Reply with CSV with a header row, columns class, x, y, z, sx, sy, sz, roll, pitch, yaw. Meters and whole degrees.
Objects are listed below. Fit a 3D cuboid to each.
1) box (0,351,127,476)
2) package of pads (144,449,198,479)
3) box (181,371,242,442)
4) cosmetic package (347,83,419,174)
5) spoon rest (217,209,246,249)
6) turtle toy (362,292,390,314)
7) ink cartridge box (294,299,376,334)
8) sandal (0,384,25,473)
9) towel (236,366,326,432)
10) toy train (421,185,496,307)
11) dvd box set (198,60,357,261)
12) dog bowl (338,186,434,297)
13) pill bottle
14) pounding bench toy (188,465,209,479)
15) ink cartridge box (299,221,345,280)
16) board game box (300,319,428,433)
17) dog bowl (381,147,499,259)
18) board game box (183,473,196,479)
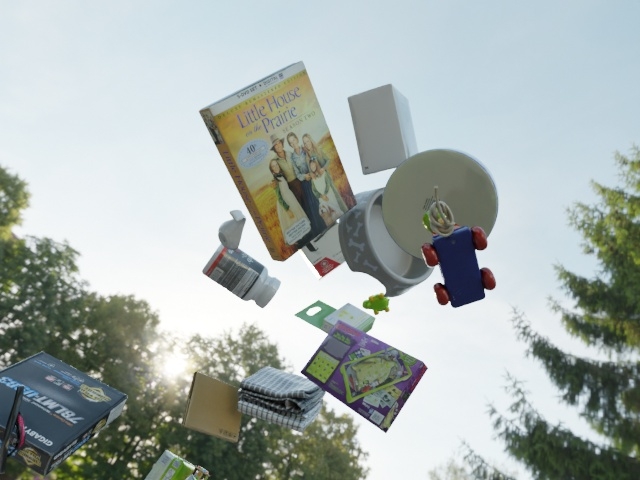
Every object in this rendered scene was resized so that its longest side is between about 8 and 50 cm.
class,x,y,z,sx,sy,sz,roll,pitch,yaw
box,-0.708,0.423,1.214,0.295,0.293,0.073,25,-80,8
package of pads,-0.567,0.912,1.732,0.101,0.229,0.296,25,-29,16
box,-0.325,0.517,1.470,0.021,0.164,0.201,-26,-47,35
cosmetic package,0.194,-0.308,1.386,0.138,0.224,0.224,-11,-89,24
spoon rest,-0.393,-0.052,2.130,0.137,0.084,0.276,53,-36,10
turtle toy,0.245,0.276,2.096,0.130,0.066,0.095,-17,-76,15
ink cartridge box,0.050,0.264,1.646,0.235,0.171,0.056,27,-64,25
sandal,-0.655,0.404,1.026,0.040,0.179,0.067,19,-37,-32
towel,-0.122,0.505,1.562,0.235,0.121,0.283,12,-3,15
toy train,0.216,-0.017,0.828,0.105,0.143,0.248,-20,-61,6
dvd box set,-0.085,-0.201,1.219,0.062,0.307,0.420,8,-52,49
dog bowl,0.220,-0.006,1.444,0.349,0.349,0.102,42,-37,-19
pill bottle,-0.394,0.176,2.397,0.363,0.210,0.210,36,-38,-10
pounding bench toy,-0.437,0.863,1.722,0.052,0.065,0.083,20,-32,24
ink cartridge box,0.000,0.000,2.001,0.273,0.197,0.114,54,-10,7
board game box,0.112,0.371,1.354,0.347,0.208,0.056,18,-23,51
dog bowl,0.281,-0.085,1.119,0.264,0.104,0.265,4,-78,20
board game box,-0.324,0.618,0.930,0.046,0.213,0.317,60,-15,-11
